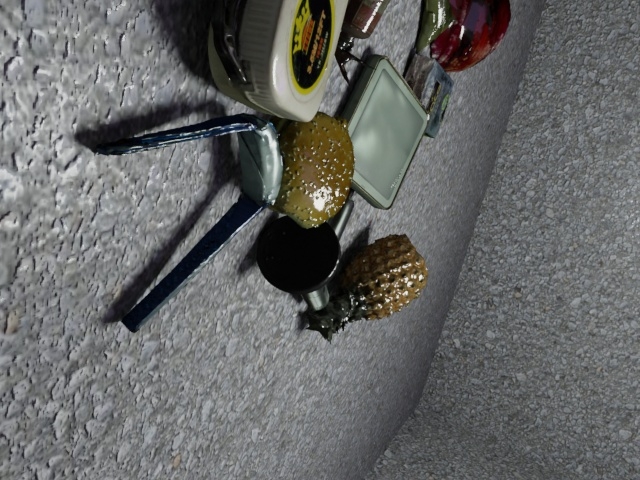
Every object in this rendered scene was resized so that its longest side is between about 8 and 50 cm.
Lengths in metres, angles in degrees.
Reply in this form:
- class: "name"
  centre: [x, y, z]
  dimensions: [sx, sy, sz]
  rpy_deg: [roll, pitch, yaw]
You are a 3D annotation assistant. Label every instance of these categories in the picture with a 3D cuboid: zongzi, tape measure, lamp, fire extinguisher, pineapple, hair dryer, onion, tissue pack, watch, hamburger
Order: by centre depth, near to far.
- class: "tape measure"
  centre: [-0.058, -0.316, 0.718]
  dimensions: [0.231, 0.133, 0.271]
  rpy_deg: [1, 107, -72]
- class: "watch"
  centre: [-0.166, -0.036, 0.752]
  dimensions: [0.274, 0.068, 0.276]
  rpy_deg: [-30, 136, -45]
- class: "hamburger"
  centre: [-0.018, -0.135, 0.923]
  dimensions: [0.189, 0.122, 0.215]
  rpy_deg: [35, 75, -48]
- class: "fire extinguisher"
  centre: [0.085, -0.401, 0.927]
  dimensions: [0.075, 0.106, 0.252]
  rpy_deg: [2, 124, -57]
- class: "hair dryer"
  centre: [-0.017, -0.008, 1.124]
  dimensions: [0.320, 0.156, 0.284]
  rpy_deg: [61, 33, -75]
- class: "lamp"
  centre: [0.135, -0.232, 1.188]
  dimensions: [0.269, 0.047, 0.266]
  rpy_deg: [34, 80, -50]
- class: "zongzi"
  centre: [0.252, -0.543, 1.267]
  dimensions: [0.130, 0.062, 0.154]
  rpy_deg: [-44, 143, -1]
- class: "pineapple"
  centre: [0.112, 0.131, 1.355]
  dimensions: [0.362, 0.202, 0.202]
  rpy_deg: [-31, 137, -38]
- class: "tissue pack"
  centre: [0.278, -0.375, 1.407]
  dimensions: [0.235, 0.073, 0.173]
  rpy_deg: [-1, 112, -64]
- class: "onion"
  centre: [0.409, -0.587, 1.429]
  dimensions: [0.280, 0.146, 0.314]
  rpy_deg: [-32, 141, -46]
